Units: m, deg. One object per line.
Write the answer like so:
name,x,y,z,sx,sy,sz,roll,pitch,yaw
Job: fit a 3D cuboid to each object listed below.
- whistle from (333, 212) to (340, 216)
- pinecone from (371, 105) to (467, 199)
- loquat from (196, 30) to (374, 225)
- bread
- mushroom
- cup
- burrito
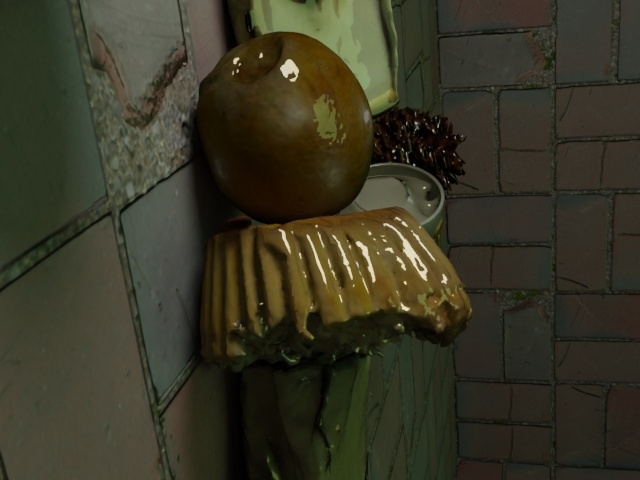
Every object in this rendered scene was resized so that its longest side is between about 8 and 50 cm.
whistle,0.000,0.000,1.167,0.062,0.062,0.304,-14,102,-75
pinecone,0.181,-0.154,1.574,0.221,0.221,0.222,0,90,-75
loquat,-0.032,-0.105,0.833,0.227,0.179,0.179,66,28,-53
bread,0.011,0.050,0.807,0.274,0.274,0.149,11,71,-75
mushroom,-0.032,-0.287,0.956,0.217,0.212,0.292,-22,135,-27
cup,0.120,-0.018,1.407,0.241,0.185,0.226,-78,166,-48
burrito,-0.019,0.281,0.941,0.190,0.135,0.332,-5,96,-72
